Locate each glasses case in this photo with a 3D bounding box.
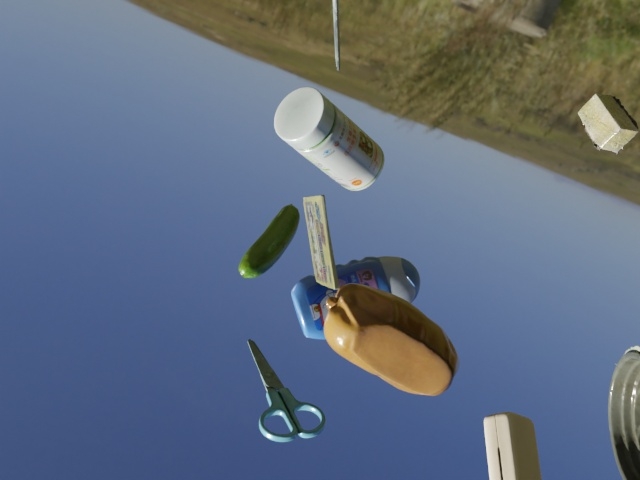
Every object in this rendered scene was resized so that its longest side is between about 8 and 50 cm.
[{"bbox_3d":[0.481,0.598,1.996,0.076,0.336,0.144,-22,146,35],"label":"glasses case"}]

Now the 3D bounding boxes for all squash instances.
[{"bbox_3d":[-0.129,0.005,2.206,0.082,0.082,0.292,25,-133,12],"label":"squash"}]

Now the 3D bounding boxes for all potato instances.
[{"bbox_3d":[0.606,-0.250,1.728,0.061,0.086,0.122,4,-130,-34],"label":"potato"}]

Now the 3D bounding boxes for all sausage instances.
[{"bbox_3d":[0.109,0.150,1.254,0.241,0.120,0.136,31,-165,-25],"label":"sausage"}]

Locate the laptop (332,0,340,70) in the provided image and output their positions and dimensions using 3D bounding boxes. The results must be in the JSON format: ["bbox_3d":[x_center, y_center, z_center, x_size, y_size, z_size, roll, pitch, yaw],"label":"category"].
[{"bbox_3d":[0.033,-0.517,1.757,0.015,0.188,0.269,-2,156,1],"label":"laptop"}]

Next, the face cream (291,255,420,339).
[{"bbox_3d":[0.079,0.113,1.668,0.264,0.149,0.083,-18,-173,-6],"label":"face cream"}]

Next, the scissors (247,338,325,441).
[{"bbox_3d":[-0.140,0.430,2.421,0.192,0.029,0.447,-7,-146,-22],"label":"scissors"}]

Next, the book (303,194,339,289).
[{"bbox_3d":[0.000,0.000,1.497,0.013,0.168,0.192,-10,-177,-10],"label":"book"}]

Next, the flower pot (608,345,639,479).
[{"bbox_3d":[0.540,0.277,1.236,0.140,0.235,0.235,-1,-166,2],"label":"flower pot"}]

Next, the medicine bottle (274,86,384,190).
[{"bbox_3d":[0.017,-0.145,1.199,0.086,0.086,0.183,33,180,38],"label":"medicine bottle"}]
